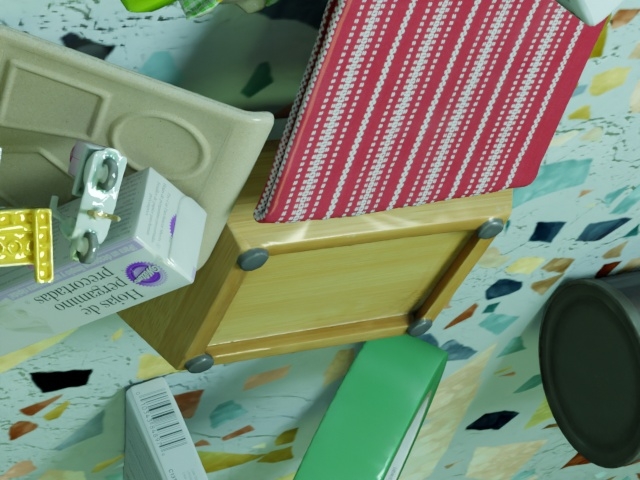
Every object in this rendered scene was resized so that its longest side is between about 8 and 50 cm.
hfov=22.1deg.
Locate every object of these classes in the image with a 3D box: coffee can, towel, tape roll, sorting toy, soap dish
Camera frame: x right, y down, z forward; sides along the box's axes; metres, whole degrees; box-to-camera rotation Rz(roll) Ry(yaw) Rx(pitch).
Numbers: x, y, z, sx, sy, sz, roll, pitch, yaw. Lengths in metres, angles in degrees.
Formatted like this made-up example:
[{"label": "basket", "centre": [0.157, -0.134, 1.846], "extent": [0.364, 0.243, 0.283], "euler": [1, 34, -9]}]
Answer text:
[{"label": "coffee can", "centre": [0.405, 0.120, 1.775], "extent": [0.275, 0.201, 0.201], "euler": [-10, 151, -26]}, {"label": "towel", "centre": [0.088, -0.107, 1.169], "extent": [0.275, 0.031, 0.199], "euler": [-9, 132, -39]}, {"label": "tape roll", "centre": [0.028, 0.240, 1.624], "extent": [0.321, 0.077, 0.321], "euler": [24, 90, -81]}, {"label": "sorting toy", "centre": [-0.154, -0.061, 1.125], "extent": [0.208, 0.038, 0.193], "euler": [15, 143, -11]}, {"label": "soap dish", "centre": [0.000, 0.000, 1.329], "extent": [0.291, 0.118, 0.229], "euler": [-7, 150, -27]}]

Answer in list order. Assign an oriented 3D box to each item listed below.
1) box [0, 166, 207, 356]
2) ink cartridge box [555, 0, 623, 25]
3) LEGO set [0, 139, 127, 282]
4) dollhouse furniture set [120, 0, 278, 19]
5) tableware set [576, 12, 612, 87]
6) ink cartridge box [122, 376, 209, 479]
[{"label": "box", "centre": [-0.226, 0.038, 1.180], "extent": [0.324, 0.067, 0.063], "euler": [-22, 135, 31]}, {"label": "ink cartridge box", "centre": [0.201, -0.313, 0.807], "extent": [0.324, 0.071, 0.330], "euler": [-41, 145, -3]}, {"label": "LEGO set", "centre": [-0.270, -0.041, 1.016], "extent": [0.287, 0.132, 0.107], "euler": [22, 173, -32]}, {"label": "dollhouse furniture set", "centre": [-0.019, -0.234, 0.935], "extent": [0.198, 0.151, 0.301], "euler": [-23, -177, 14]}, {"label": "tableware set", "centre": [0.180, -0.157, 1.286], "extent": [0.104, 0.024, 0.154], "euler": [-26, 153, -1]}, {"label": "ink cartridge box", "centre": [-0.138, 0.279, 1.625], "extent": [0.045, 0.223, 0.224], "euler": [-18, 154, -18]}]
